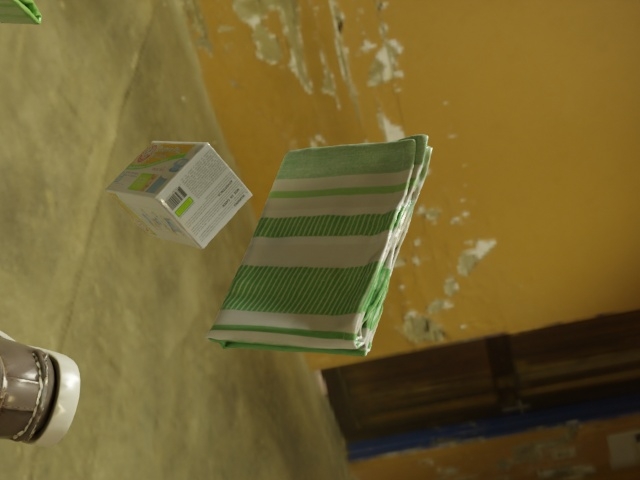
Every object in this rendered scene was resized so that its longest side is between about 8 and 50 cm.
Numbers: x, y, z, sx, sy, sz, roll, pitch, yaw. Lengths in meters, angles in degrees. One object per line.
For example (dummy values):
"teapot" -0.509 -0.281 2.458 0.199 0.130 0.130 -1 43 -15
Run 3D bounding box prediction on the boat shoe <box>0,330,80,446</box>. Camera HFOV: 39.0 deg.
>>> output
"boat shoe" -0.360 0.139 0.897 0.097 0.324 0.116 21 76 -42

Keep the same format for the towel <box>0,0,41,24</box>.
"towel" -0.279 -0.172 0.615 0.113 0.152 0.023 -159 -109 -86

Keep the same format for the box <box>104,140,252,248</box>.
"box" -0.211 -0.071 1.319 0.103 0.114 0.203 50 -21 -27

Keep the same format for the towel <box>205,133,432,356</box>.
"towel" 0.000 0.000 1.180 0.038 0.248 0.324 51 49 -42
